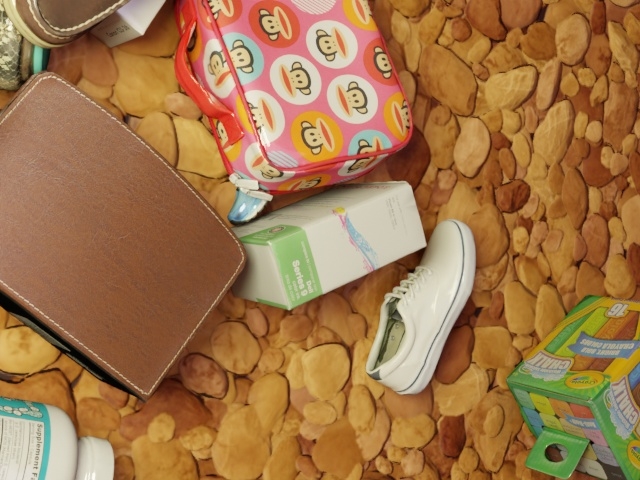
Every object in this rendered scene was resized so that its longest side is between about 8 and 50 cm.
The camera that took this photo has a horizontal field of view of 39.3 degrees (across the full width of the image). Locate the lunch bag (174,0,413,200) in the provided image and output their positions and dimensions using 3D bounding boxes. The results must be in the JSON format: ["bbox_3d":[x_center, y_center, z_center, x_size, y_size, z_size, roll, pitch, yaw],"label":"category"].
[{"bbox_3d":[-0.047,-0.203,1.058,0.258,0.120,0.293,-14,80,-31],"label":"lunch bag"}]

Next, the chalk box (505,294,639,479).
[{"bbox_3d":[0.422,0.243,1.372,0.289,0.180,0.179,-39,112,-25],"label":"chalk box"}]

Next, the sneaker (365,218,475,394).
[{"bbox_3d":[0.139,0.086,1.240,0.091,0.094,0.258,24,81,-35],"label":"sneaker"}]

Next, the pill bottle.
[{"bbox_3d":[-0.353,0.231,0.920,0.264,0.146,0.146,18,83,-31],"label":"pill bottle"}]

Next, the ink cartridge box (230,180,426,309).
[{"bbox_3d":[0.000,0.000,1.116,0.212,0.154,0.093,-25,105,-28],"label":"ink cartridge box"}]

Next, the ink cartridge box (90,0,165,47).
[{"bbox_3d":[-0.210,-0.286,0.995,0.067,0.115,0.198,38,75,-27],"label":"ink cartridge box"}]

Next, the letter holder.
[{"bbox_3d":[-0.259,-0.008,0.963,0.302,0.152,0.214,44,69,-26],"label":"letter holder"}]

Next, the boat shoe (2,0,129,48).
[{"bbox_3d":[-0.165,-0.321,0.868,0.342,0.123,0.123,-52,131,-21],"label":"boat shoe"}]

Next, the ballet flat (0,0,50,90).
[{"bbox_3d":[-0.313,-0.400,0.917,0.182,0.164,0.482,17,86,-12],"label":"ballet flat"}]

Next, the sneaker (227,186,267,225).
[{"bbox_3d":[-0.094,-0.096,1.117,0.073,0.063,0.162,19,74,-21],"label":"sneaker"}]
